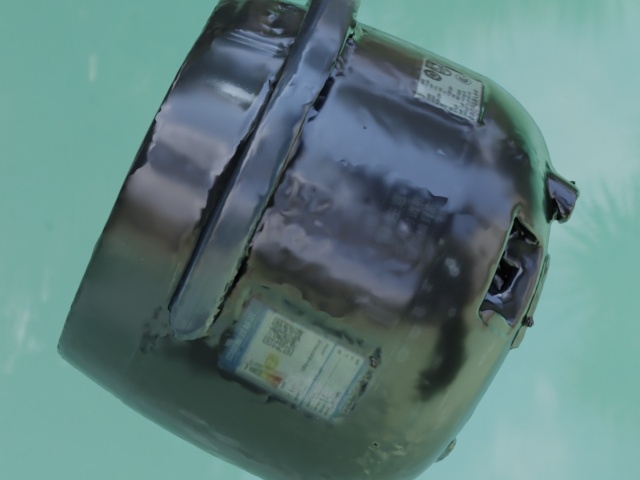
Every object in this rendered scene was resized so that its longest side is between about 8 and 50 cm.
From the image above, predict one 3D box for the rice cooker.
[{"bbox_3d":[0.000,0.000,0.819,0.224,0.267,0.267,25,43,-3],"label":"rice cooker"}]
